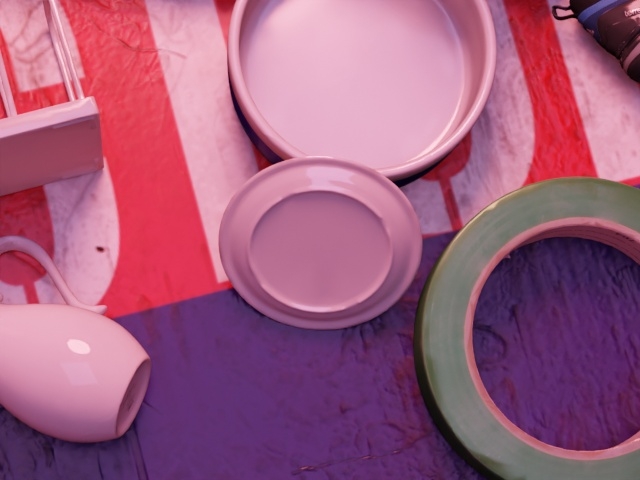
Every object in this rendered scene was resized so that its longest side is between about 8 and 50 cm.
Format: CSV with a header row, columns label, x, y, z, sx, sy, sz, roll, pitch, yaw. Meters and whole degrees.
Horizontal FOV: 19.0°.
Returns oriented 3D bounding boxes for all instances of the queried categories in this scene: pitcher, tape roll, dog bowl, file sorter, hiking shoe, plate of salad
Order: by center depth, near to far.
label,x,y,z,sx,sy,sz,roll,pitch,yaw
file sorter,-0.365,-0.136,1.830,0.278,0.193,0.173,-15,79,-8
pitcher,-0.263,0.093,1.849,0.207,0.125,0.178,20,65,10
plate of salad,0.000,0.000,1.875,0.200,0.048,0.200,1,121,1
tape roll,0.254,0.100,1.900,0.321,0.077,0.321,1,82,-4
dog bowl,0.038,-0.180,1.913,0.265,0.104,0.265,1,81,-4
hiking shoe,0.384,-0.302,1.956,0.132,0.113,0.304,42,73,14
